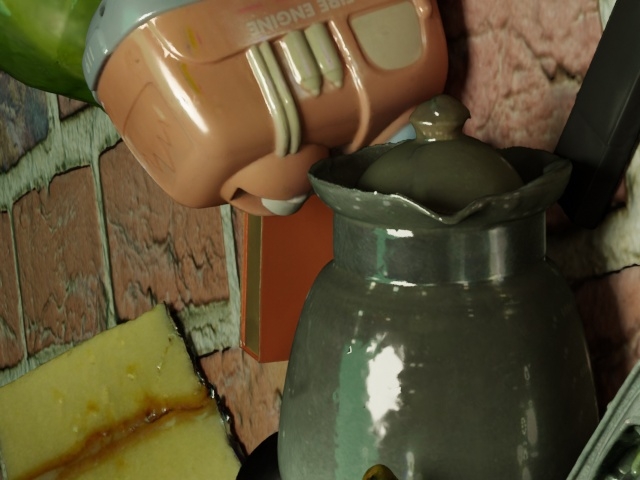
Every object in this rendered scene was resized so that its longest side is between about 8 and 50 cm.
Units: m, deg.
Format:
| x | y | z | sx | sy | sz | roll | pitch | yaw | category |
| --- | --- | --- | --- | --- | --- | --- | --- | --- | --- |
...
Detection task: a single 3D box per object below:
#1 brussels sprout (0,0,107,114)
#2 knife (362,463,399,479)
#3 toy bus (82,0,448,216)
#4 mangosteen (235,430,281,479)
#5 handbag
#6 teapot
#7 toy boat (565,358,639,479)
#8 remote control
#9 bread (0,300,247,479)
| x | y | z | sx | sy | sz | roll | pitch | yaw | category |
| --- | --- | --- | --- | --- | --- | --- | --- | --- | --- |
| -0.182 | -0.257 | 1.817 | 0.371 | 0.315 | 0.276 | 8 | 78 | 71 | brussels sprout |
| 0.138 | 0.264 | 1.266 | 0.027 | 0.061 | 0.343 | -31 | 106 | 27 | knife |
| -0.028 | -0.138 | 1.501 | 0.232 | 0.288 | 0.194 | 63 | 154 | 17 | toy bus |
| -0.001 | 0.228 | 1.677 | 0.152 | 0.152 | 0.152 | 175 | 90 | -66 | mangosteen |
| 0.000 | 0.000 | 1.633 | 0.063 | 0.127 | 0.190 | -150 | 59 | -62 | handbag |
| 0.101 | 0.033 | 1.368 | 0.223 | 0.305 | 0.285 | 8 | 107 | 31 | teapot |
| 0.229 | 0.135 | 1.165 | 0.141 | 0.092 | 0.319 | 38 | 125 | 22 | toy boat |
| 0.200 | -0.110 | 1.292 | 0.063 | 0.025 | 0.245 | 59 | 146 | 37 | remote control |
| -0.179 | 0.248 | 2.211 | 0.405 | 0.242 | 0.345 | -32 | 56 | 26 | bread |
